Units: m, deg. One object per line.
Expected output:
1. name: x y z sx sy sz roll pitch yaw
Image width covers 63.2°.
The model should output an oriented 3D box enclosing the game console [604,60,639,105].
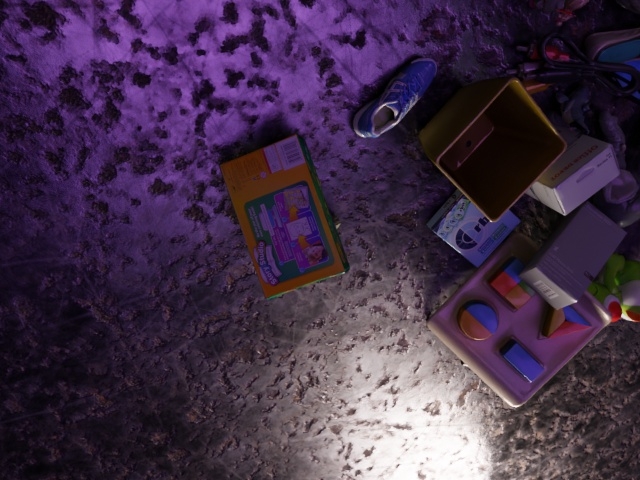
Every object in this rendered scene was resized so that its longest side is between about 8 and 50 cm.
1. game console: 0.725 -0.375 1.195 0.122 0.107 0.071 15 139 -22

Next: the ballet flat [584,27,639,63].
1. ballet flat: 0.699 -0.438 1.143 0.248 0.086 0.086 -8 118 -4

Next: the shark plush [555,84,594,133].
1. shark plush: 0.567 -0.292 1.148 0.067 0.161 0.073 -22 114 32

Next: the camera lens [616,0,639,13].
1. camera lens: 0.733 -0.541 0.995 0.219 0.274 0.220 -7 117 -14

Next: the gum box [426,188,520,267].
1. gum box: 0.373 -0.043 1.264 0.184 0.041 0.157 34 102 -29

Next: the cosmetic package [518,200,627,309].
1. cosmetic package: 0.602 0.035 1.245 0.127 0.107 0.238 41 73 9

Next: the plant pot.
1. plant pot: 0.330 -0.205 1.088 0.212 0.187 0.212 38 99 -28

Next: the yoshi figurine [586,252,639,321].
1. yoshi figurine: 0.770 0.137 1.432 0.361 0.203 0.203 -2 78 -1

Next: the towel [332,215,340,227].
1. towel: 0.000 0.000 1.118 0.027 0.148 0.110 36 103 2

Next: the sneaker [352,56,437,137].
1. sneaker: 0.161 -0.283 1.058 0.211 0.081 0.080 -46 118 6

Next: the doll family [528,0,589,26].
1. doll family: 0.469 -0.551 0.973 0.118 0.163 0.263 12 111 -22

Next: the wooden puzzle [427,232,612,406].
1. wooden puzzle: 0.498 0.208 1.316 0.322 0.080 0.348 44 101 5

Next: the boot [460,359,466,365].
1. boot: 0.441 0.306 1.462 0.086 0.042 0.119 -1 117 -23

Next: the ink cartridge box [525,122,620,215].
1. ink cartridge box: 0.520 -0.165 1.153 0.153 0.208 0.087 -38 120 4

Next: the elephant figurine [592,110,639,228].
1. elephant figurine: 0.698 -0.155 1.266 0.239 0.186 0.169 32 146 -17

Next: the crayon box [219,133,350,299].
1. crayon box: -0.068 -0.045 1.011 0.165 0.081 0.279 -19 89 11

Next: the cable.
1. cable: 0.549 -0.377 1.113 0.286 0.072 0.140 -2 126 -5
